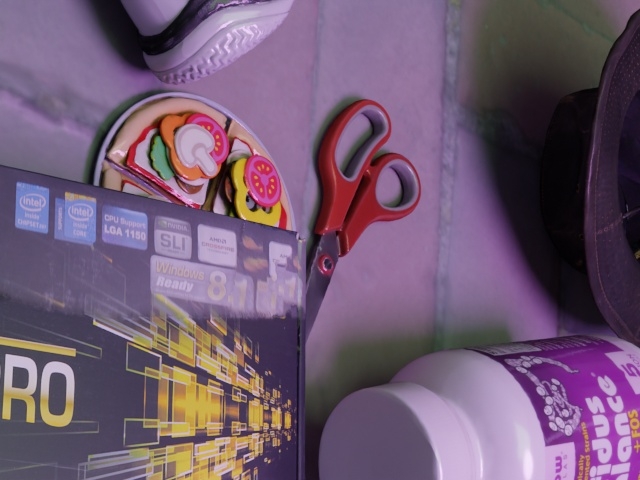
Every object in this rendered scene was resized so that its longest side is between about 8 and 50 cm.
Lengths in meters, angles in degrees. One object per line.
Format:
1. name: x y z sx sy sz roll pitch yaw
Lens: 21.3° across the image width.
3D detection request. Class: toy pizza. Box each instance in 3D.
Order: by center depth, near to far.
1. toy pizza: -0.086 -0.017 1.287 0.201 0.032 0.201 16 67 -41

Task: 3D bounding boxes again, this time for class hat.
1. hat: 0.288 -0.061 1.605 0.331 0.134 0.331 -9 103 -46

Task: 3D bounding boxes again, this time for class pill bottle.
1. pill bottle: 0.146 0.167 1.364 0.301 0.169 0.169 -3 80 -46

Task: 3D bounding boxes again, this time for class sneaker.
1. sneaker: -0.065 -0.303 1.321 0.210 0.137 0.366 53 50 -23

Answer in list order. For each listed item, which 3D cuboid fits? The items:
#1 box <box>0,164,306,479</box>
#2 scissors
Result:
1. box: -0.190 0.119 1.065 0.394 0.097 0.318 14 65 -34
2. scissors: 0.000 0.000 1.381 0.109 0.021 0.297 55 47 -21
